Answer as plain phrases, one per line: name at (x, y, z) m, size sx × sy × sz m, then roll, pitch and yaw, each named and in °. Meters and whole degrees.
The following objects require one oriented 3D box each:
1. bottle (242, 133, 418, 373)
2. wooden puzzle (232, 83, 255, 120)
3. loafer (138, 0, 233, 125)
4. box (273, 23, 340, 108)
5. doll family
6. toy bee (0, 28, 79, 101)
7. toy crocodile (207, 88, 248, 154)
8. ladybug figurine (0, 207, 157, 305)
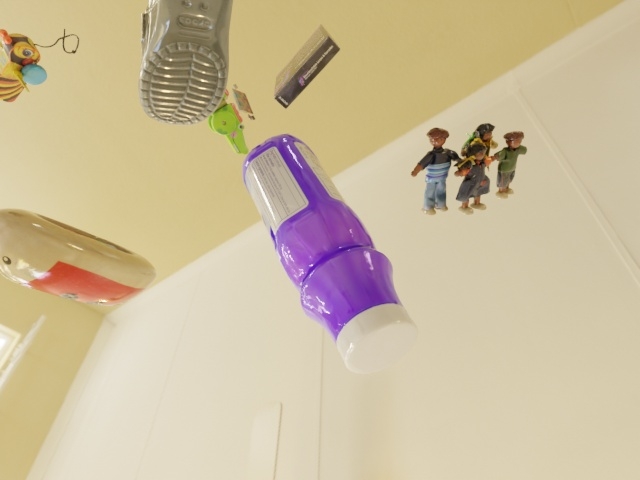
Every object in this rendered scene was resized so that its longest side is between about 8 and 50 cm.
bottle at (0.000, 0.000, 0.442) m, size 0.092 × 0.118 × 0.283 m, roll -32°, pitch -133°, yaw 3°
wooden puzzle at (-0.166, -0.294, 0.914) m, size 0.006 × 0.083 × 0.049 m, roll -24°, pitch 176°, yaw 22°
loafer at (-0.141, -0.231, 0.461) m, size 0.251 × 0.094 × 0.087 m, roll -54°, pitch -139°, yaw 46°
box at (-0.025, -0.275, 0.670) m, size 0.116 × 0.029 × 0.162 m, roll -42°, pitch -156°, yaw 20°
doll family at (0.203, -0.104, 0.578) m, size 0.193 × 0.111 × 0.076 m, roll -26°, pitch -142°, yaw -36°
toy bee at (-0.910, -0.557, 1.285) m, size 0.195 × 0.162 × 0.298 m, roll 34°, pitch -87°, yaw 14°
toy crocodile at (-0.292, -0.392, 1.188) m, size 0.105 × 0.340 × 0.115 m, roll -33°, pitch -160°, yaw -9°
ladybug figurine at (-0.634, 0.063, 1.124) m, size 0.305 × 0.449 × 0.162 m, roll 19°, pitch -100°, yaw 34°
